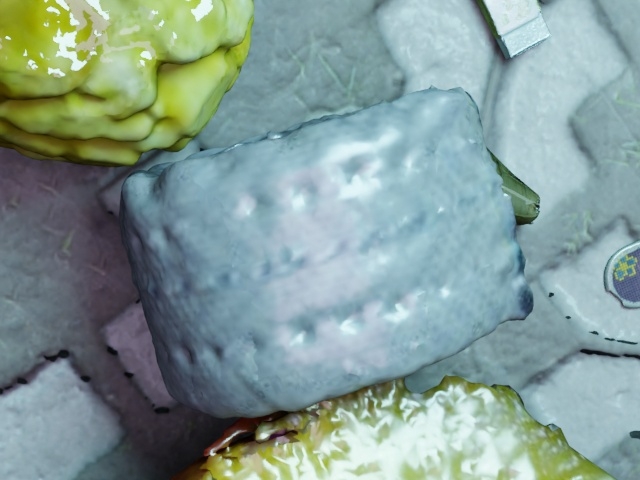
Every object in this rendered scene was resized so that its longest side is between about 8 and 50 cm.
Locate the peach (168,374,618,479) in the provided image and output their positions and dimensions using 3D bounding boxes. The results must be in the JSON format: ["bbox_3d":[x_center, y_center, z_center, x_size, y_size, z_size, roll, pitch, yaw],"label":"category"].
[{"bbox_3d":[0.022,0.277,0.686,0.416,0.353,0.339,-30,69,9],"label":"peach"}]

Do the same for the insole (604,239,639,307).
[{"bbox_3d":[0.311,-0.002,0.849,0.197,0.004,0.065,-22,101,-5],"label":"insole"}]

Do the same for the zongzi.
[{"bbox_3d":[0.126,-0.055,0.805,0.076,0.040,0.083,7,80,-16],"label":"zongzi"}]

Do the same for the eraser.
[{"bbox_3d":[0.134,-0.177,0.791,0.038,0.019,0.083,-28,102,-5],"label":"eraser"}]

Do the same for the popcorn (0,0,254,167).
[{"bbox_3d":[-0.156,-0.159,0.655,0.249,0.249,0.225,23,81,-11],"label":"popcorn"}]

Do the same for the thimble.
[{"bbox_3d":[0.000,0.000,0.696,0.245,0.217,0.157,-14,100,9],"label":"thimble"}]
